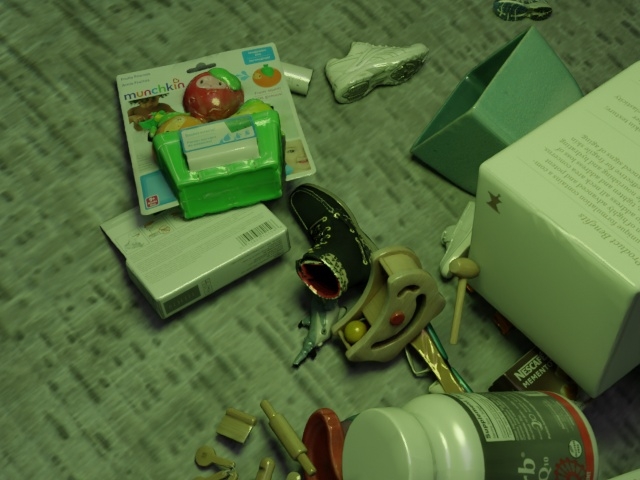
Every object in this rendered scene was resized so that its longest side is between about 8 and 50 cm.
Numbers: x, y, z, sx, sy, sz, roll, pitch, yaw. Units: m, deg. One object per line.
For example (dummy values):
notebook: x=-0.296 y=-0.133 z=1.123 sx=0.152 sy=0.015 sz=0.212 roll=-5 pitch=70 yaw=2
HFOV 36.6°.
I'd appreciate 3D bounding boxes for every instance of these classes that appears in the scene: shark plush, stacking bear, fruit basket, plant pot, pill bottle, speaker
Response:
shark plush: x=-0.008 y=0.157 z=1.765 sx=0.067 sy=0.073 sz=0.161 roll=17 pitch=81 yaw=23
stacking bear: x=0.129 y=0.354 z=1.623 sx=0.289 sy=0.164 sz=0.175 roll=-7 pitch=70 yaw=-24
fruit basket: x=-0.205 y=-0.227 z=1.819 sx=0.327 sy=0.165 sz=0.353 roll=-13 pitch=62 yaw=-6
plant pot: x=0.378 y=-0.211 z=1.886 sx=0.252 sy=0.248 sz=0.247 roll=41 pitch=65 yaw=-9
pill bottle: x=0.227 y=0.337 z=1.472 sx=0.363 sy=0.210 sz=0.210 roll=4 pitch=63 yaw=-32
speaker: x=-0.086 y=-0.337 z=1.964 sx=0.136 sy=0.055 sz=0.055 roll=14 pitch=64 yaw=-2

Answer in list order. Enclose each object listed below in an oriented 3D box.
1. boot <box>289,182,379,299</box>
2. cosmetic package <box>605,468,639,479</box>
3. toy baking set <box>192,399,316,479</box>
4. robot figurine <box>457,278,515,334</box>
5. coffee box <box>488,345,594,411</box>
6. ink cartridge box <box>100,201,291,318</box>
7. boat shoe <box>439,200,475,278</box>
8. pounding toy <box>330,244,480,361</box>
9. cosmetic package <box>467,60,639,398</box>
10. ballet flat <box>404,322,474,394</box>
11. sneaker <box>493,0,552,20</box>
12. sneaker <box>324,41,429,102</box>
boot: x=0.002 y=0.000 z=1.760 sx=0.236 sy=0.085 sz=0.179 roll=48 pitch=30 yaw=10
cosmetic package: x=0.659 y=0.474 z=1.628 sx=0.385 sy=0.156 sz=0.217 roll=-17 pitch=53 yaw=-15
toy baking set: x=-0.105 y=0.391 z=1.598 sx=0.197 sy=0.030 sz=0.256 roll=-43 pitch=56 yaw=-3
robot figurine: x=0.420 y=0.046 z=1.848 sx=0.291 sy=0.085 sz=0.211 roll=-31 pitch=69 yaw=-21
coffee box: x=0.445 y=0.237 z=1.757 sx=0.246 sy=0.098 sz=0.141 roll=-34 pitch=75 yaw=-22
ink cartridge box: x=-0.233 y=-0.005 z=1.787 sx=0.275 sy=0.060 sz=0.239 roll=-29 pitch=48 yaw=-20
boat shoe: x=0.268 y=-0.007 z=1.865 sx=0.063 sy=0.066 sz=0.184 roll=27 pitch=66 yaw=19
pounding toy: x=0.145 y=0.118 z=1.664 sx=0.269 sy=0.154 sz=0.155 roll=-47 pitch=45 yaw=16
cosmetic package: x=0.503 y=-0.025 z=1.631 sx=0.394 sy=0.327 sz=0.329 roll=-32 pitch=57 yaw=-20
ballet flat: x=0.212 y=0.237 z=1.747 sx=0.073 sy=0.080 sz=0.232 roll=-34 pitch=70 yaw=8
sneaker: x=0.442 y=-0.522 z=2.143 sx=0.135 sy=0.052 sz=0.058 roll=2 pitch=55 yaw=-16
sneaker: x=0.113 y=-0.375 z=1.997 sx=0.232 sy=0.090 sz=0.115 roll=-22 pitch=67 yaw=-19
